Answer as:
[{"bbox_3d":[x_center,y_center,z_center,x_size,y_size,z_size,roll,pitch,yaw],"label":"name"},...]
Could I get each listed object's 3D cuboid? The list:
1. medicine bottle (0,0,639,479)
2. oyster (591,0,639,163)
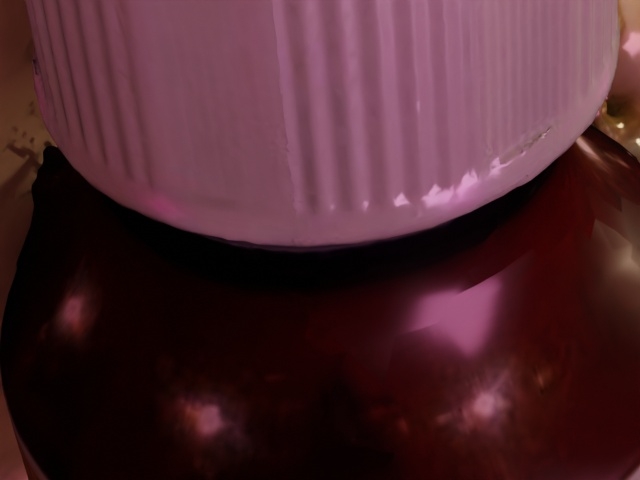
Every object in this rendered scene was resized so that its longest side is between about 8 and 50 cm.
[{"bbox_3d":[0.000,0.000,0.622,0.242,0.242,0.395,-40,139,-28],"label":"medicine bottle"},{"bbox_3d":[0.152,-0.112,0.866,0.271,0.100,0.275,14,74,-49],"label":"oyster"}]
